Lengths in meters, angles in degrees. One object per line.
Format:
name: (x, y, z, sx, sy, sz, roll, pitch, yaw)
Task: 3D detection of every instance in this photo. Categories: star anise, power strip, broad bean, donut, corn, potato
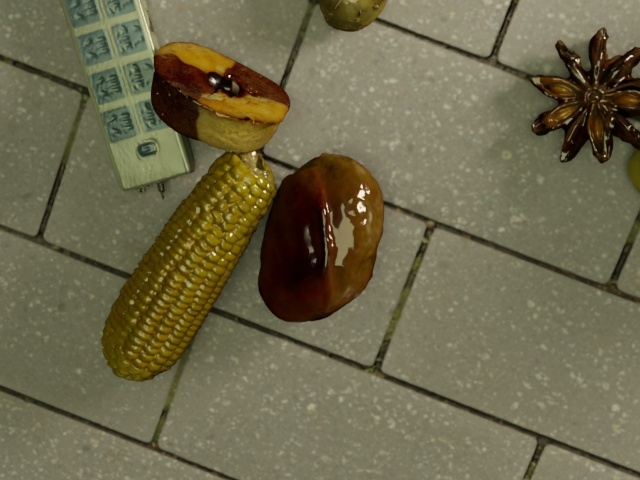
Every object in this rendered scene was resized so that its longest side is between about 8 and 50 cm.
star anise: (0.376, -0.167, 1.569, 0.233, 0.073, 0.177, 19, 94, 20)
power strip: (-0.259, -0.230, 1.660, 0.106, 0.043, 0.367, -15, 98, 10)
broad bean: (0.000, -0.001, 1.630, 0.156, 0.122, 0.229, 21, 97, 29)
donut: (-0.134, -0.178, 1.600, 0.184, 0.166, 0.073, 20, 119, -7)
corn: (-0.178, 0.037, 1.650, 0.120, 0.120, 0.363, 33, 106, 1)
potato: (0.045, -0.332, 1.589, 0.091, 0.070, 0.138, 13, 101, 4)

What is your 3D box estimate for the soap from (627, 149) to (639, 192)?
soap: (0.457, -0.108, 1.589, 0.140, 0.045, 0.089, -44, 95, 11)
